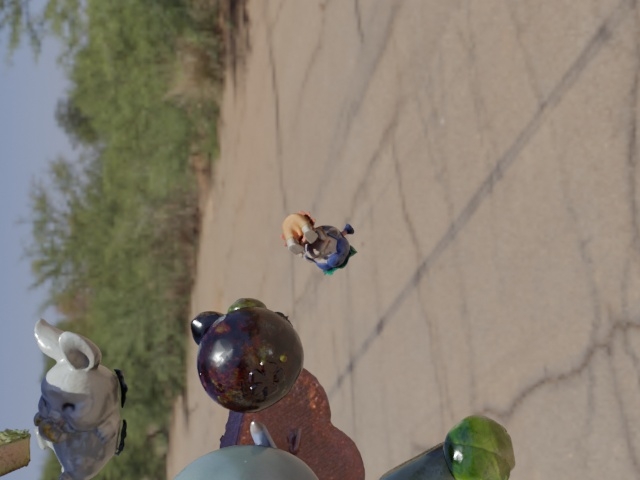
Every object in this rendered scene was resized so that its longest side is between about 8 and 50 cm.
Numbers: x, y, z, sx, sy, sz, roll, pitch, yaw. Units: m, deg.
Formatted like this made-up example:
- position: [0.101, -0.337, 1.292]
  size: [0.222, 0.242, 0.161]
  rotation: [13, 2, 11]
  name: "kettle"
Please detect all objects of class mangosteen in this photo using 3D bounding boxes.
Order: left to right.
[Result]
- position: [-0.116, 0.172, 1.579]
  size: [0.184, 0.172, 0.172]
  rotation: [30, 127, 39]
  name: "mangosteen"

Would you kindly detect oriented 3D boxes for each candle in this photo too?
- position: [-0.075, 0.404, 2.000]
  size: [0.317, 0.287, 0.131]
  rotation: [63, 149, 3]
  name: "candle"

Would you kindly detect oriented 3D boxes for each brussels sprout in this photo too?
- position: [0.318, 0.425, 2.109]
  size: [0.117, 0.155, 0.155]
  rotation: [-6, 84, 50]
  name: "brussels sprout"

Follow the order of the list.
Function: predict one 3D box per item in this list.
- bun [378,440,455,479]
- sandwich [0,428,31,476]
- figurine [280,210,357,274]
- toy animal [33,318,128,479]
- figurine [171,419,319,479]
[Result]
- position: [0.270, 0.544, 2.298]
  size: [0.179, 0.283, 0.283]
  rotation: [61, 162, 12]
  name: "bun"
- position: [-0.503, 0.301, 1.394]
  size: [0.162, 0.193, 0.058]
  rotation: [-90, 3, -77]
  name: "sandwich"
- position: [0.000, 0.000, 2.158]
  size: [0.195, 0.111, 0.102]
  rotation: [37, -159, -46]
  name: "figurine"
- position: [-0.461, 0.307, 1.975]
  size: [0.208, 0.154, 0.325]
  rotation: [10, 108, 50]
  name: "toy animal"
- position: [-0.129, 0.417, 1.275]
  size: [0.381, 0.205, 0.224]
  rotation: [-62, 37, 36]
  name: "figurine"
